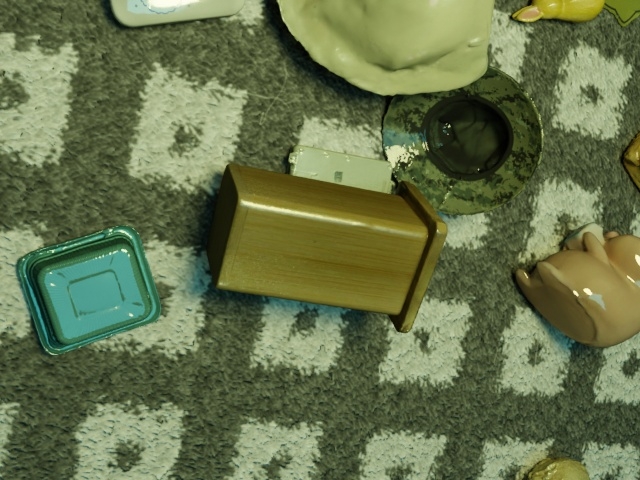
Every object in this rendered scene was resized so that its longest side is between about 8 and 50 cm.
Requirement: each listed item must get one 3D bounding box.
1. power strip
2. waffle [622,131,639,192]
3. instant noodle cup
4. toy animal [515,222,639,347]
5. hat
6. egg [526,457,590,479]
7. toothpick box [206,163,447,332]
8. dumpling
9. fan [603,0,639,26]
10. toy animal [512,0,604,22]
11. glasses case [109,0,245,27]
[{"bbox_3d":[0.031,-0.101,1.258,0.192,0.035,0.081,8,95,-24],"label":"power strip"},{"bbox_3d":[0.752,-0.117,1.539,0.224,0.098,0.327,-44,111,-10],"label":"waffle"},{"bbox_3d":[-0.324,0.073,1.111,0.179,0.070,0.157,-19,103,-19],"label":"instant noodle cup"},{"bbox_3d":[0.517,0.076,1.425,0.256,0.195,0.213,-32,84,-18],"label":"toy animal"},{"bbox_3d":[0.248,-0.172,1.281,0.128,0.266,0.265,-24,110,-56],"label":"hat"},{"bbox_3d":[0.453,0.473,1.486,0.140,0.116,0.118,-30,153,-12],"label":"egg"},{"bbox_3d":[0.000,0.000,1.167,0.308,0.190,0.187,10,114,-18],"label":"toothpick box"},{"bbox_3d":[0.088,-0.397,1.136,0.316,0.233,0.395,-16,101,-5],"label":"dumpling"},{"bbox_3d":[0.574,-0.567,1.441,0.230,0.011,0.334,-2,98,-23],"label":"fan"},{"bbox_3d":[0.411,-0.412,1.360,0.159,0.083,0.070,-11,94,-13],"label":"toy animal"},{"bbox_3d":[-0.202,-0.349,1.113,0.197,0.049,0.076,-13,103,-22],"label":"glasses case"}]
